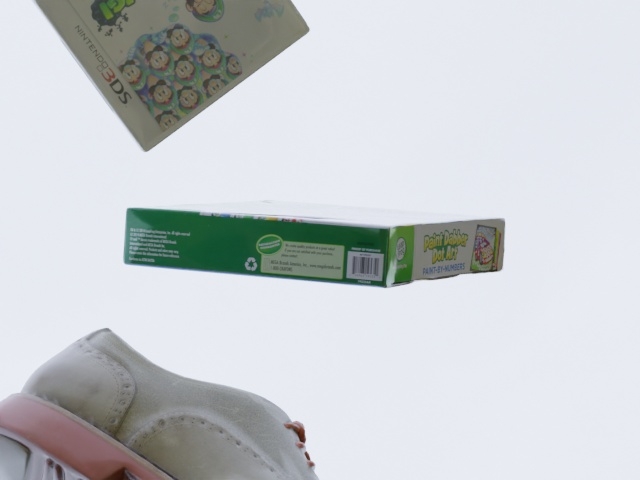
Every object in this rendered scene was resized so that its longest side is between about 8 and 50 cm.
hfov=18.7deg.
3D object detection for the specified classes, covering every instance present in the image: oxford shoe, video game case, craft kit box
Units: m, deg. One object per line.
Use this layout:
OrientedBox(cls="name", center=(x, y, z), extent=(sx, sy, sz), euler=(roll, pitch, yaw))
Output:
OrientedBox(cls="oxford shoe", center=(-0.028, 0.152, 1.120), extent=(0.130, 0.348, 0.123), euler=(-50, -19, -34))
OrientedBox(cls="video game case", center=(-0.109, -0.167, 1.431), extent=(0.157, 0.019, 0.143), euler=(-37, -72, -6))
OrientedBox(cls="craft kit box", center=(0.000, 0.000, 1.679), extent=(0.247, 0.250, 0.061), euler=(1, -86, -64))
